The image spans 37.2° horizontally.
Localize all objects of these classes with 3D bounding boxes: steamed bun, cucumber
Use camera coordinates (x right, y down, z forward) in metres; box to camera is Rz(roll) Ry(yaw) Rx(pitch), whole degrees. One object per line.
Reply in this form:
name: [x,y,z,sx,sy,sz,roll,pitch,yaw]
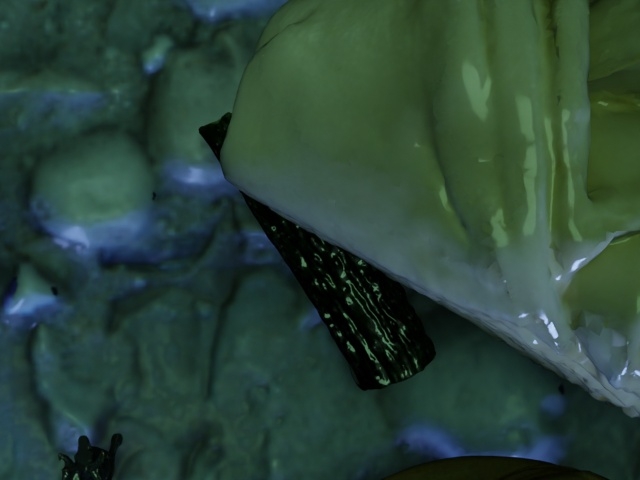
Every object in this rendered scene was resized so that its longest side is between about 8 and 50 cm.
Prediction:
steamed bun: [0.125,-0.045,0.458,0.289,0.276,0.203,30,91,7]
cucumber: [0.000,0.000,0.553,0.058,0.058,0.187,-33,87,-9]

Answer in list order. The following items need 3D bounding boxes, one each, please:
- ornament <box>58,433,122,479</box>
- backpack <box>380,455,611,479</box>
ornament: [-0.120,0.137,0.489,0.028,0.125,0.073,8,80,-8]
backpack: [0.113,0.299,0.458,0.378,0.201,0.353,40,77,-3]
